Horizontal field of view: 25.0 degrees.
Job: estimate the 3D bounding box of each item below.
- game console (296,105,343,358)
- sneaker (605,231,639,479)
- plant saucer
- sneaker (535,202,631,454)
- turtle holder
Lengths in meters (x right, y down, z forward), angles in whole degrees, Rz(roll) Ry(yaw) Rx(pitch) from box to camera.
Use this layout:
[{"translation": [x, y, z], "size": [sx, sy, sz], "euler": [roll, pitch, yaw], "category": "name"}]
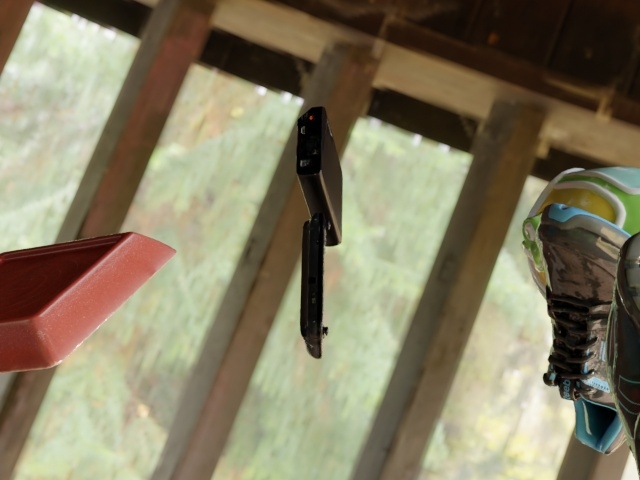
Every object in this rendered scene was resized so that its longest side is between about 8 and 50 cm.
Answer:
[{"translation": [0.000, 0.000, 2.076], "size": [0.044, 0.361, 0.213], "euler": [-3, -28, 9], "category": "game console"}, {"translation": [0.289, 0.126, 1.179], "size": [0.101, 0.267, 0.106], "euler": [4, -28, -5], "category": "sneaker"}, {"translation": [-0.326, 0.065, 1.580], "size": [0.259, 0.258, 0.047], "euler": [-9, -68, 30], "category": "plant saucer"}, {"translation": [0.304, 0.102, 1.566], "size": [0.125, 0.139, 0.341], "euler": [23, -27, 46], "category": "sneaker"}, {"translation": [0.371, 0.026, 1.875], "size": [0.227, 0.320, 0.243], "euler": [39, -41, 24], "category": "turtle holder"}]
